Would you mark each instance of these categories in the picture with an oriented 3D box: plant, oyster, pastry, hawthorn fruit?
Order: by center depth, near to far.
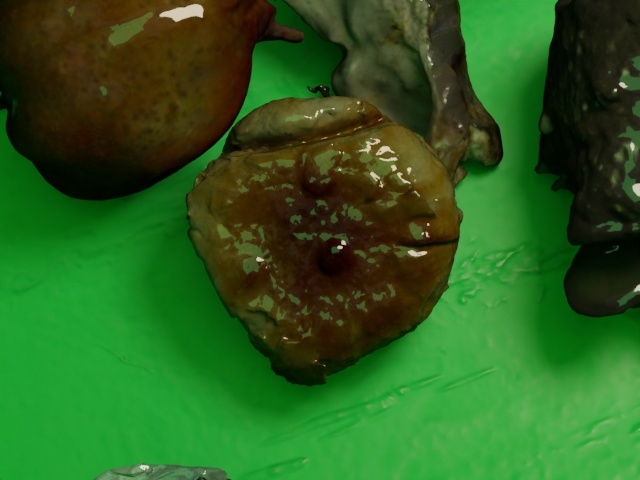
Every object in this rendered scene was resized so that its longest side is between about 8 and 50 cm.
[{"bbox_3d":[0.000,0.000,1.572,0.218,0.100,0.229,8,98,1],"label":"pastry"},{"bbox_3d":[-0.137,-0.145,1.576,0.248,0.208,0.208,-18,75,-1],"label":"hawthorn fruit"},{"bbox_3d":[0.273,-0.069,1.579,0.199,0.188,0.276,-5,93,-9],"label":"plant"},{"bbox_3d":[0.044,-0.198,1.631,0.198,0.133,0.337,-19,95,-39],"label":"oyster"}]

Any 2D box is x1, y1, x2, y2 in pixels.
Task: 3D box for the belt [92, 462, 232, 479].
[{"bbox_3d":[-0.110,0.247,1.533,0.198,0.078,0.151,18,76,5],"label":"belt"}]
